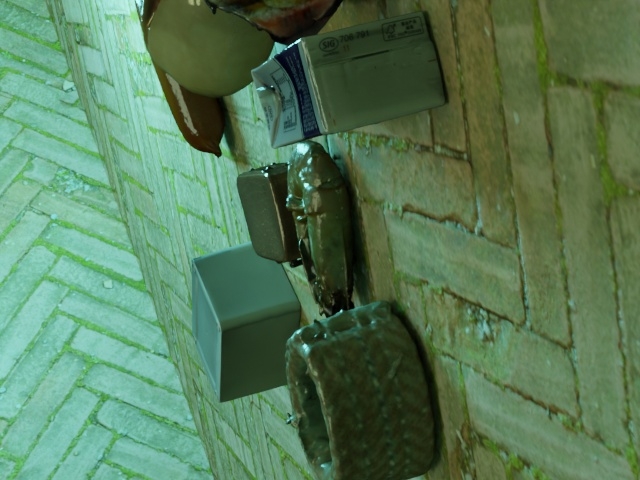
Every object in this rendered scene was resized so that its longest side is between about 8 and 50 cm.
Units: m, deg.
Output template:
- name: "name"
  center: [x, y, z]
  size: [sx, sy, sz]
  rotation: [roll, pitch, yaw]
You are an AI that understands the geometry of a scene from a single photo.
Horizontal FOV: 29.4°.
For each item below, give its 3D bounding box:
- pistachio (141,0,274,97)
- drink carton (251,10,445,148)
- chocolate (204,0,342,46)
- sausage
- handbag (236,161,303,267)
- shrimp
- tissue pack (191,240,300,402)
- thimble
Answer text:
- name: "pistachio"
  center: [-0.139, -0.313, 1.592]
  size: [0.299, 0.187, 0.187]
  rotation: [108, 144, -54]
- name: "drink carton"
  center: [0.023, -0.163, 1.289]
  size: [0.222, 0.134, 0.102]
  rotation: [176, 77, -74]
- name: "chocolate"
  center: [-0.030, -0.300, 1.324]
  size: [0.147, 0.221, 0.221]
  rotation: [50, -163, -69]
- name: "sausage"
  center: [-0.239, -0.304, 2.081]
  size: [0.097, 0.094, 0.348]
  rotation: [154, 100, -78]
- name: "handbag"
  center: [-0.055, -0.037, 1.764]
  size: [0.193, 0.072, 0.151]
  rotation: [-179, 75, -71]
- name: "shrimp"
  center: [0.001, 0.000, 1.608]
  size: [0.145, 0.061, 0.267]
  rotation: [3, 109, 62]
- name: "tissue pack"
  center: [-0.130, 0.137, 2.041]
  size: [0.246, 0.136, 0.159]
  rotation: [99, 151, -52]
- name: "thimble"
  center: [0.045, 0.203, 1.518]
  size: [0.229, 0.148, 0.196]
  rotation: [88, 158, -43]
